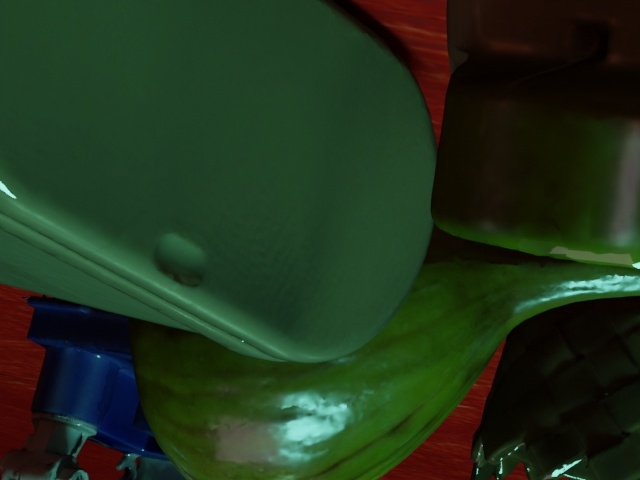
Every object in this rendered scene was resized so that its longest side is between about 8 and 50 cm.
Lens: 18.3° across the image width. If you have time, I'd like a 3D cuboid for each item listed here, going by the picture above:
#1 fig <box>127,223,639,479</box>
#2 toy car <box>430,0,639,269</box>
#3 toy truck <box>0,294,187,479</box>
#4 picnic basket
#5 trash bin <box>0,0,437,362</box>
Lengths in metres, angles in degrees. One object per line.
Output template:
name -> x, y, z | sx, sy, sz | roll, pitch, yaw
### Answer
fig -> 0.046, 0.038, 0.817 | 0.259, 0.151, 0.151 | -4, 159, 21
toy car -> 0.151, -0.054, 0.371 | 0.235, 0.145, 0.235 | 8, -175, -1
toy truck -> -0.063, 0.092, 1.077 | 0.161, 0.177, 0.213 | 6, 162, 34
picnic basket -> 0.129, 0.111, 0.908 | 0.128, 0.178, 0.138 | 15, 173, 32
trash bin -> -0.117, -0.051, 0.710 | 0.247, 0.121, 0.243 | 9, 165, 42
